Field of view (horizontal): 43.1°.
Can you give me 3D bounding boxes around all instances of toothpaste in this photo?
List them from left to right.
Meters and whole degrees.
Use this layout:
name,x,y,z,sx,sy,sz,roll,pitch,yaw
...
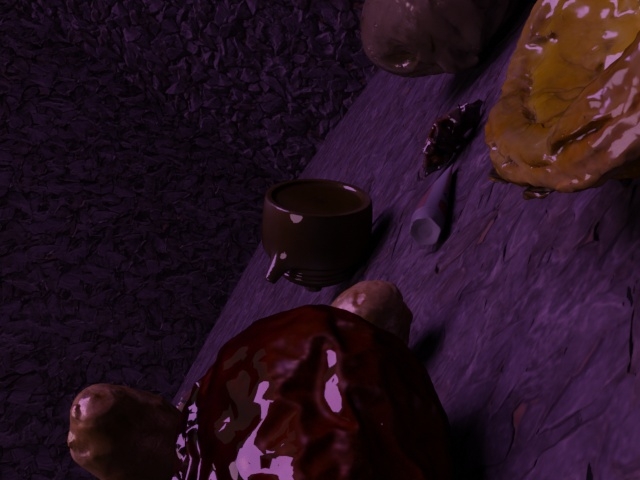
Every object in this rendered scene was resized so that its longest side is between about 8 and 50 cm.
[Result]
name,x,y,z,sx,sy,sz,roll,pitch,yaw
toothpaste,0.149,-0.047,1.078,0.067,0.042,0.194,-56,1,27

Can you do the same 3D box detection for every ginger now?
name,x,y,z,sx,sy,sz,roll,pitch,yaw
ginger,-0.055,0.230,0.812,0.363,0.122,0.348,-26,-53,-38

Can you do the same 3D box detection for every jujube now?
name,x,y,z,sx,sy,sz,roll,pitch,yaw
jujube,-0.009,0.198,0.553,0.216,0.216,0.342,-52,15,35

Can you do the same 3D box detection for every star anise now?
name,x,y,z,sx,sy,sz,roll,pitch,yaw
star anise,0.196,-0.164,1.189,0.129,0.056,0.124,-48,-14,-17

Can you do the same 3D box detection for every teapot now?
name,x,y,z,sx,sy,sz,roll,pitch,yaw
teapot,0.000,0.000,1.379,0.267,0.185,0.176,-23,-53,-45

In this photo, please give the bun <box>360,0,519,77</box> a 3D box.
name,x,y,z,sx,sy,sz,roll,pitch,yaw
bun,0.230,-0.430,1.438,0.326,0.234,0.362,-53,-9,-13

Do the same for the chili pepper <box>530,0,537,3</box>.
name,x,y,z,sx,sy,sz,roll,pitch,yaw
chili pepper,0.362,-0.403,1.113,0.088,0.059,0.227,-54,9,-14

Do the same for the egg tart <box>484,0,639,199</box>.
name,x,y,z,sx,sy,sz,roll,pitch,yaw
egg tart,0.246,-0.152,0.535,0.345,0.132,0.345,-56,7,10

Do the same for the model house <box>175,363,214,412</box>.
name,x,y,z,sx,sy,sz,roll,pitch,yaw
model house,-0.161,0.306,1.195,0.326,0.169,0.244,-52,2,25
